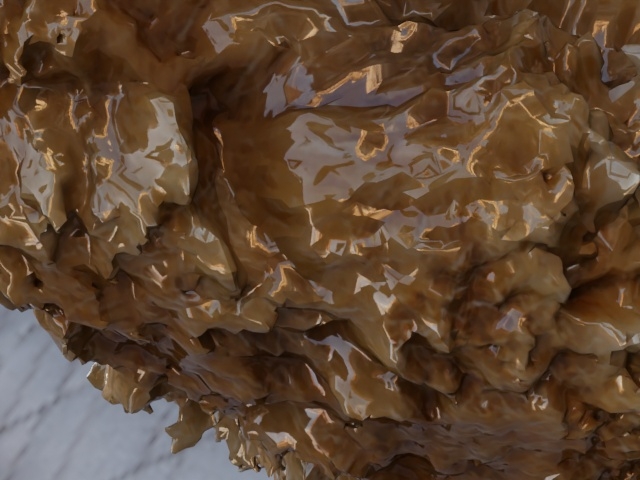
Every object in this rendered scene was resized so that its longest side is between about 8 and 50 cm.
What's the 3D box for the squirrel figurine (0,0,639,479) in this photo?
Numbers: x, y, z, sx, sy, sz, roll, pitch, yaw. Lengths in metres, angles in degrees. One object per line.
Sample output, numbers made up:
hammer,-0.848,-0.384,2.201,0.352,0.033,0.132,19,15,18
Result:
squirrel figurine,0.000,0.000,0.619,0.281,0.370,0.397,-35,9,3
